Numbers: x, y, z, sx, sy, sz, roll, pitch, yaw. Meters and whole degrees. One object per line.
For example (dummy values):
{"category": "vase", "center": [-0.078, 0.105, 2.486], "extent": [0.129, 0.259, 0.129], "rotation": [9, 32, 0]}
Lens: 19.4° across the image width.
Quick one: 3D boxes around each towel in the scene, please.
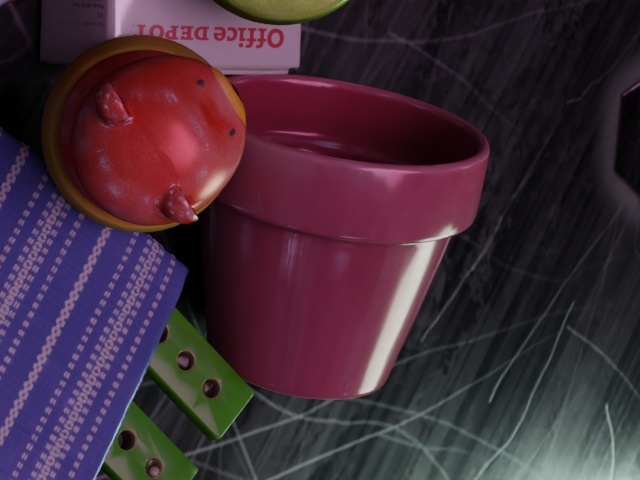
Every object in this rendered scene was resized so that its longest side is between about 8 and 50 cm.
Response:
{"category": "towel", "center": [-0.251, 0.029, 1.097], "extent": [0.336, 0.040, 0.243], "rotation": [37, 63, -28]}

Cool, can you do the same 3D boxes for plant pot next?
{"category": "plant pot", "center": [0.000, 0.000, 1.271], "extent": [0.201, 0.201, 0.180], "rotation": [-7, 117, -41]}

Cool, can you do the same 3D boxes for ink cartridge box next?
{"category": "ink cartridge box", "center": [-0.093, -0.214, 1.208], "extent": [0.154, 0.093, 0.212], "rotation": [-4, 98, -40]}

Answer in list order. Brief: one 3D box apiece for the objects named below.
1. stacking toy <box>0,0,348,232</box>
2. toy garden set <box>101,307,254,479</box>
{"category": "stacking toy", "center": [-0.110, -0.178, 1.069], "extent": [0.279, 0.130, 0.309], "rotation": [-45, 102, 0]}
{"category": "toy garden set", "center": [-0.185, 0.119, 1.178], "extent": [0.204, 0.049, 0.244], "rotation": [49, 60, -20]}
